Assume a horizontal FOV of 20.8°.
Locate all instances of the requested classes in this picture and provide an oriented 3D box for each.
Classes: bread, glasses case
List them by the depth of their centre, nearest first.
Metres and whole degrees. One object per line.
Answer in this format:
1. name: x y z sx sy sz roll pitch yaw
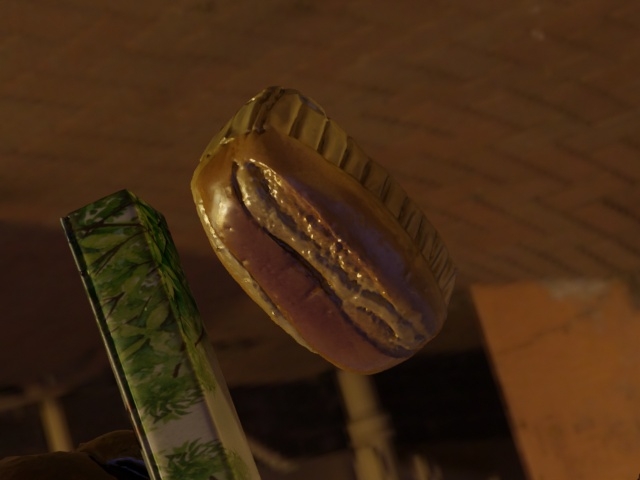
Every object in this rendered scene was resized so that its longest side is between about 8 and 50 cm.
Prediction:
1. glasses case: -0.093 0.108 1.118 0.062 0.272 0.095 -23 167 5
2. bread: 0.000 0.000 1.372 0.140 0.236 0.106 -33 -161 32

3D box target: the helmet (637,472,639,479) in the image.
1. helmet: 0.249 0.261 0.771 0.230 0.337 0.385 1 167 3

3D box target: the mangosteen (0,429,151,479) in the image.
1. mangosteen: -0.249 0.327 1.813 0.306 0.359 0.306 14 155 7
